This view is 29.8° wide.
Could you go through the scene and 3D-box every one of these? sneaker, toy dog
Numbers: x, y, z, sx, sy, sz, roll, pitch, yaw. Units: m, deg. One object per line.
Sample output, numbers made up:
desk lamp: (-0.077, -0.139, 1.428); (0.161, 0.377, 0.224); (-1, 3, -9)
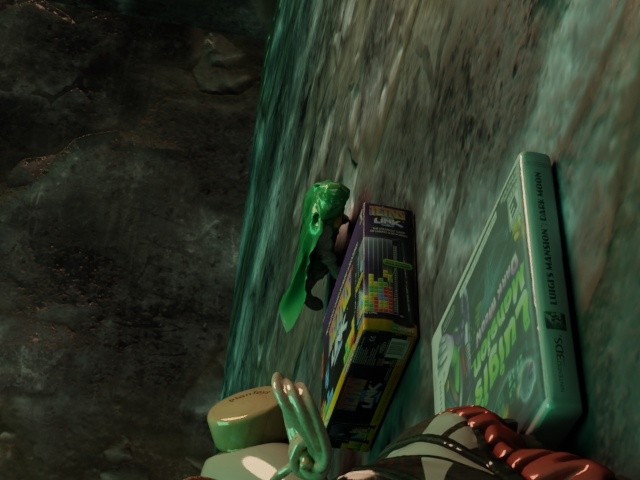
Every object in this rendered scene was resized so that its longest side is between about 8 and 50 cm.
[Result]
sneaker: (0.045, 0.133, 0.534); (0.276, 0.135, 0.097); (175, 88, -80)
toy dog: (-0.062, 0.245, 1.044); (0.333, 0.161, 0.220); (120, 128, -80)

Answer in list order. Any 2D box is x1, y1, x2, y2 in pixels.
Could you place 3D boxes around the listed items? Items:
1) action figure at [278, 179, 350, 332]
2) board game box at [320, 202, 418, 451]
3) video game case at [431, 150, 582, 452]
action figure: (0.000, 0.000, 1.346); (0.232, 0.063, 0.137); (105, 173, -62)
board game box: (0.039, 0.076, 1.036); (0.170, 0.048, 0.141); (107, 168, -46)
video game case: (0.099, 0.074, 0.692); (0.190, 0.022, 0.173); (108, 168, -48)
